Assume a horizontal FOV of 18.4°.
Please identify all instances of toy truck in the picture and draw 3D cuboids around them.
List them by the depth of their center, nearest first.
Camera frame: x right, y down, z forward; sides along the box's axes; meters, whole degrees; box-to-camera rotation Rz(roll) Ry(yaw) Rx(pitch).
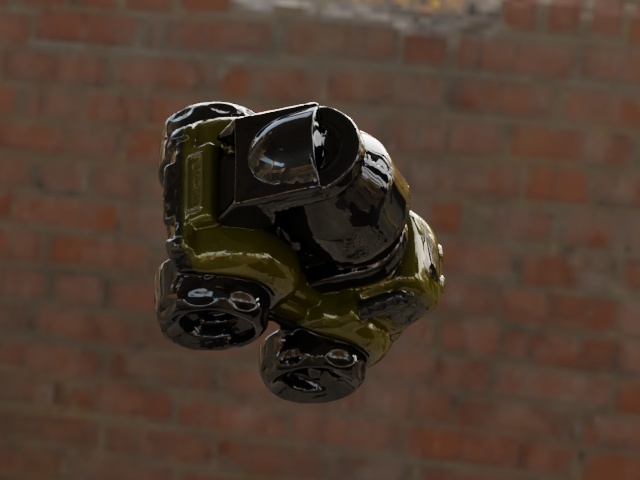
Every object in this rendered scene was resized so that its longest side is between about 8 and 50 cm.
[{"bbox_3d":[0.000,0.000,1.258,0.165,0.147,0.224,-19,-34,28],"label":"toy truck"}]
